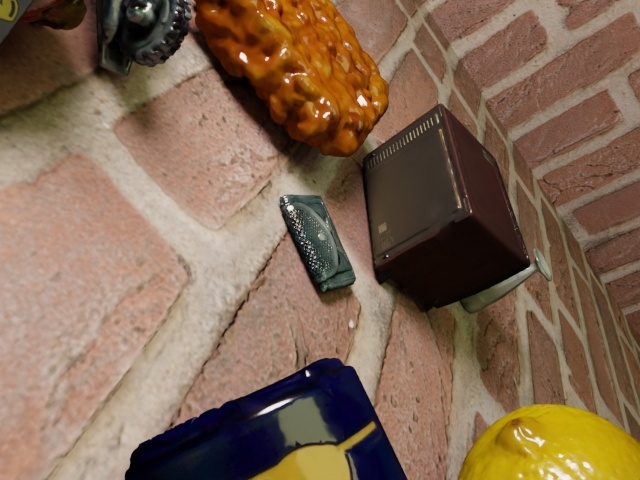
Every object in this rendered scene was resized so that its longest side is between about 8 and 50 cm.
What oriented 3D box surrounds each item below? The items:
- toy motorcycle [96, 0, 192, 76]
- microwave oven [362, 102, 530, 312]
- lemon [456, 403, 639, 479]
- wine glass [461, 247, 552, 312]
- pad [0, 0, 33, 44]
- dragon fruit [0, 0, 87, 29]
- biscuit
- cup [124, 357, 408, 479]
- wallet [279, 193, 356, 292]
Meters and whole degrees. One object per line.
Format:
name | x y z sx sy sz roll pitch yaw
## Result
toy motorcycle | -0.197 -0.291 0.552 0.106 0.159 0.270 14 69 -59
microwave oven | 0.186 -0.044 0.854 0.188 0.178 0.247 34 39 -37
lemon | 0.275 0.322 0.604 0.284 0.260 0.260 39 35 -15
wine glass | 0.328 0.072 0.993 0.073 0.155 0.073 42 33 -36
pad | -0.252 -0.197 0.323 0.170 0.245 0.006 37 -5 -34
dragon fruit | -0.229 -0.265 0.406 0.282 0.147 0.211 -36 120 -19
biscuit | -0.029 -0.268 0.798 0.318 0.111 0.312 53 28 -12
cup | -0.026 0.222 0.310 0.255 0.178 0.256 -6 67 -59
wallet | 0.000 0.000 0.687 0.088 0.026 0.129 -5 68 -58
